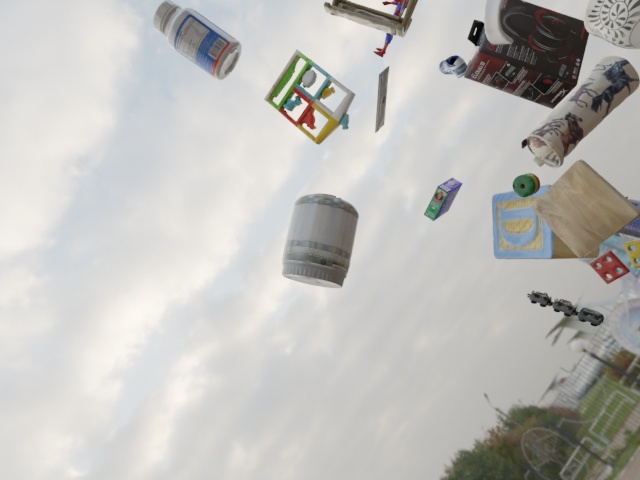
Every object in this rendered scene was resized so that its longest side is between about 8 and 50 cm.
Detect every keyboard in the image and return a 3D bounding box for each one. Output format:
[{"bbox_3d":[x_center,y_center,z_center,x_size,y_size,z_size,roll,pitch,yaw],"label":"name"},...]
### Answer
[{"bbox_3d":[0.237,-0.537,1.584,0.072,0.014,0.256,-54,-24,-32],"label":"keyboard"}]

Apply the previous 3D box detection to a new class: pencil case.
[{"bbox_3d":[0.901,-0.441,1.425,0.410,0.160,0.183,-46,-4,2],"label":"pencil case"}]

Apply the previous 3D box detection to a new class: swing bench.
[{"bbox_3d":[0.180,-0.780,1.262,0.165,0.253,0.254,-43,-25,-72],"label":"swing bench"}]

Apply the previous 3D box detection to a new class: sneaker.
[{"bbox_3d":[0.413,-0.555,1.290,0.053,0.144,0.059,-41,-58,7],"label":"sneaker"}]

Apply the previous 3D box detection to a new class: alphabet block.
[{"bbox_3d":[0.621,-0.043,1.145,0.197,0.192,0.193,0,-91,-25],"label":"alphabet block"}]

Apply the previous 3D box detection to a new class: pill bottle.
[{"bbox_3d":[0.969,-0.057,1.242,0.123,0.219,0.122,-9,-69,-23],"label":"pill bottle"},{"bbox_3d":[-0.342,-0.560,1.142,0.124,0.222,0.124,-55,4,6],"label":"pill bottle"}]

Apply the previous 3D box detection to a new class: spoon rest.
[{"bbox_3d":[0.436,-0.601,0.931,0.084,0.137,0.276,0,-72,-37],"label":"spoon rest"}]

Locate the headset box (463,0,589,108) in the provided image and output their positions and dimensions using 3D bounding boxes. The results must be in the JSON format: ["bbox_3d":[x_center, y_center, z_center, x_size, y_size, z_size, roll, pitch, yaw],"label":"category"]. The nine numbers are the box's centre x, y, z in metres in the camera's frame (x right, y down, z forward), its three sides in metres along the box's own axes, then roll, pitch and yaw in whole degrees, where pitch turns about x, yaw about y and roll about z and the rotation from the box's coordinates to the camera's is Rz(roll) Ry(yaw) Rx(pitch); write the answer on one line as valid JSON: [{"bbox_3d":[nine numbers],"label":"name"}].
[{"bbox_3d":[0.543,-0.518,1.115,0.110,0.293,0.218,99,-167,-73],"label":"headset box"}]

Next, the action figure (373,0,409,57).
[{"bbox_3d":[0.268,-0.906,1.653,0.280,0.139,0.091,-57,7,41],"label":"action figure"}]

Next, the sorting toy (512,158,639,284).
[{"bbox_3d":[0.490,-0.053,0.749,0.046,0.274,0.132,-19,-29,-28],"label":"sorting toy"}]

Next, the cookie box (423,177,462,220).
[{"bbox_3d":[0.360,-0.121,1.210,0.092,0.040,0.107,-30,-32,-39],"label":"cookie box"}]

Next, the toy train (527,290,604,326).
[{"bbox_3d":[0.528,0.143,0.893,0.036,0.158,0.027,-23,-65,-27],"label":"toy train"}]

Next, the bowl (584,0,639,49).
[{"bbox_3d":[0.457,-0.311,0.542,0.170,0.080,0.170,-8,-22,-3],"label":"bowl"}]

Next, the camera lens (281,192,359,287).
[{"bbox_3d":[0.000,0.000,1.331,0.219,0.219,0.274,30,-113,-54],"label":"camera lens"}]

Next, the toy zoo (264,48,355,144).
[{"bbox_3d":[-0.023,-0.439,1.297,0.192,0.293,0.030,-51,-16,17],"label":"toy zoo"}]
